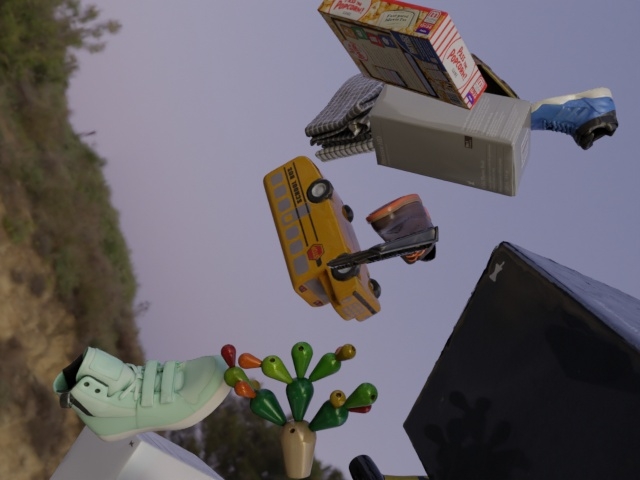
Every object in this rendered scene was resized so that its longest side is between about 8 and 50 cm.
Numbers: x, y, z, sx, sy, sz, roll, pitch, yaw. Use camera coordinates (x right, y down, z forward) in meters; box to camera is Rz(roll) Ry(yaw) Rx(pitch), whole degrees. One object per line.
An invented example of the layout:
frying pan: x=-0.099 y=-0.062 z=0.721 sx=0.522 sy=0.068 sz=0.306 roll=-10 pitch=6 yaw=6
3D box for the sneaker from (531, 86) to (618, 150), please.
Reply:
sneaker: x=0.388 y=-0.180 z=1.363 sx=0.058 sy=0.152 sz=0.085 roll=58 pitch=20 yaw=-68

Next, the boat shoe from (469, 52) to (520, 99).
boat shoe: x=0.268 y=-0.320 z=1.667 sx=0.307 sy=0.111 sz=0.104 roll=30 pitch=5 yaw=-7

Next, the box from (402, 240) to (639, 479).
box: x=0.405 y=0.268 z=0.943 sx=0.297 sy=0.471 sz=0.480 roll=-63 pitch=-165 yaw=10

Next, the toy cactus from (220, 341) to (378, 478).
toy cactus: x=-0.030 y=0.218 z=1.150 sx=0.112 sy=0.219 sz=0.181 roll=-32 pitch=125 yaw=-76

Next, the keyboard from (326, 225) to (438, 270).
keyboard: x=0.080 y=0.010 z=0.984 sx=0.180 sy=0.108 sz=0.023 roll=160 pitch=-89 yaw=-74

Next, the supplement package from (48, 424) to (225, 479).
supplement package: x=-0.349 y=0.486 z=1.693 sx=0.262 sy=0.199 sz=0.198 roll=41 pitch=-13 yaw=-36

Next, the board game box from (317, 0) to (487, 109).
board game box: x=0.105 y=-0.249 z=1.127 sx=0.193 sy=0.045 sz=0.147 roll=27 pitch=-12 yaw=39

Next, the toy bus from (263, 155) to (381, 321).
toy bus: x=0.000 y=0.000 z=1.568 sx=0.108 sy=0.130 sz=0.333 roll=47 pitch=19 yaw=-50

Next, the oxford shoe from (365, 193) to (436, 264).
oxford shoe: x=0.158 y=-0.015 z=1.536 sx=0.098 sy=0.097 sz=0.271 roll=66 pitch=18 yaw=14

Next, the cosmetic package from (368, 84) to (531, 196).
cosmetic package: x=0.204 y=-0.166 z=1.364 sx=0.238 sy=0.107 sz=0.127 roll=12 pitch=-33 yaw=23

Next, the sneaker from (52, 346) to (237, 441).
sneaker: x=-0.253 y=0.199 z=1.222 sx=0.151 sy=0.255 sz=0.094 roll=53 pitch=23 yaw=-39

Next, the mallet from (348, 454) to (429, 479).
mallet: x=0.125 y=0.333 z=1.231 sx=0.062 sy=0.189 sz=0.039 roll=46 pitch=-58 yaw=50

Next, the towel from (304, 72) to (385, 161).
towel: x=0.115 y=-0.314 z=2.027 sx=0.235 sy=0.284 sz=0.121 roll=-6 pitch=-56 yaw=49
